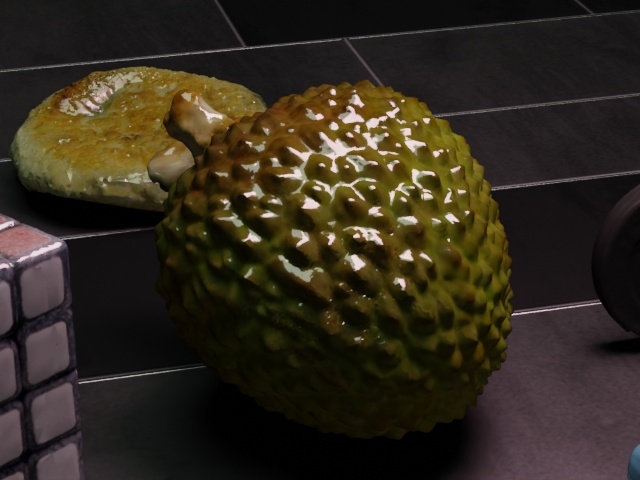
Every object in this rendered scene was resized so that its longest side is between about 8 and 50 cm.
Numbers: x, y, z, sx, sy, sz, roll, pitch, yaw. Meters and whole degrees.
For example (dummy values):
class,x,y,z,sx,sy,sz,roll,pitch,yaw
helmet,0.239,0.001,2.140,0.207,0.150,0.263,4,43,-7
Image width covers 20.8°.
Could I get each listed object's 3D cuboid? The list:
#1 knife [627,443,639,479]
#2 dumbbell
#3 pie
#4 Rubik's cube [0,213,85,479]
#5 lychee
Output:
class,x,y,z,sx,sy,sz,roll,pitch,yaw
knife,0.301,0.200,1.153,0.058,0.032,0.244,-12,31,-37
dumbbell,0.302,0.040,1.334,0.143,0.143,0.325,-6,22,-11
pie,-0.174,-0.093,1.732,0.277,0.078,0.277,-2,31,1
Rubik's cube,-0.310,0.108,1.125,0.237,0.236,0.238,20,34,40
lychee,0.006,0.008,1.296,0.270,0.270,0.320,-5,57,-9
